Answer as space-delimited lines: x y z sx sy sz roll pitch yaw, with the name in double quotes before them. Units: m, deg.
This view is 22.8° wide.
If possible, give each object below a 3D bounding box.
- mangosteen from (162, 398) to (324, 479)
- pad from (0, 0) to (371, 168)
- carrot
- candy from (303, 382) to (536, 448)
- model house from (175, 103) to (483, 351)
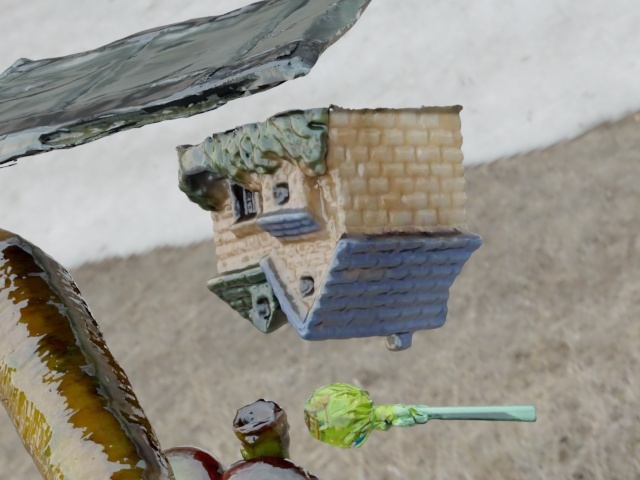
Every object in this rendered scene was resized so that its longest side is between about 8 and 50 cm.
"mangosteen" -0.046 0.232 0.990 0.228 0.228 0.265 0 79 36
"pad" -0.085 -0.078 0.750 0.233 0.022 0.174 -13 20 22
"carrot" -0.107 0.088 0.732 0.066 0.066 0.314 -39 41 -3
"candy" 0.112 0.197 1.787 0.262 0.077 0.073 0 75 1
"model house" 0.000 0.000 1.134 0.183 0.166 0.172 -9 88 49
